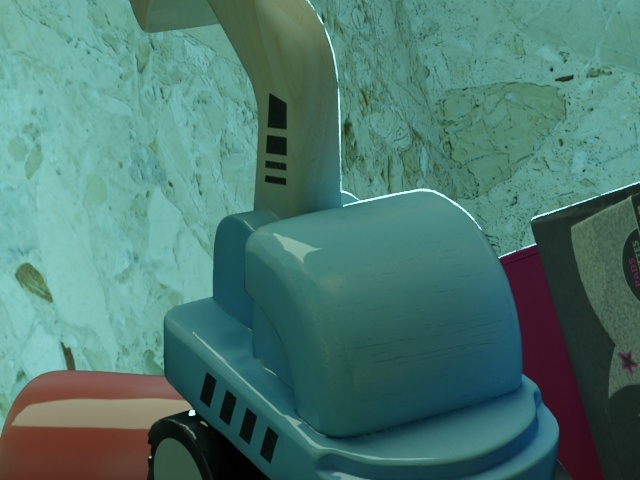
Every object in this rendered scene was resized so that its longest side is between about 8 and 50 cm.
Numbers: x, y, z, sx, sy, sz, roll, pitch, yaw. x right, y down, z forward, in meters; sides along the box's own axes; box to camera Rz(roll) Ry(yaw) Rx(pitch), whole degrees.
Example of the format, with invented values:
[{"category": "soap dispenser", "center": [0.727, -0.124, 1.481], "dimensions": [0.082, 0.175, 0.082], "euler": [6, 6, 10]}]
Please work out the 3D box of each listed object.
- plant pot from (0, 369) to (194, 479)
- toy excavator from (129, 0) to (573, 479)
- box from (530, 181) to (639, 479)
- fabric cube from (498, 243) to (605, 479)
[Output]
[{"category": "plant pot", "center": [-0.138, 0.243, 1.806], "dimensions": [0.243, 0.275, 0.275], "euler": [-7, -2, 19]}, {"category": "toy excavator", "center": [0.000, 0.000, 1.310], "dimensions": [0.222, 0.445, 0.433], "euler": [-11, 28, -30]}, {"category": "box", "center": [0.252, 0.076, 1.138], "dimensions": [0.142, 0.247, 0.163], "euler": [-14, -4, -30]}, {"category": "fabric cube", "center": [0.299, 0.114, 1.766], "dimensions": [0.259, 0.258, 0.254], "euler": [-12, -4, -22]}]
